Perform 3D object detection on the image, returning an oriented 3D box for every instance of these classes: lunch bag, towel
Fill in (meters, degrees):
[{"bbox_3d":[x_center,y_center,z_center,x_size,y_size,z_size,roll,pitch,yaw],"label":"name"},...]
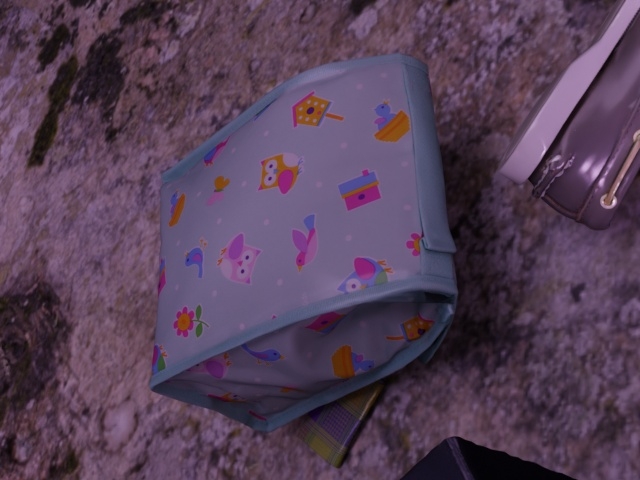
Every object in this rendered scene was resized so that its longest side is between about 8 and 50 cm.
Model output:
[{"bbox_3d":[0.000,0.000,1.099,0.262,0.160,0.223,-30,49,35],"label":"lunch bag"},{"bbox_3d":[0.017,0.135,1.131,0.060,0.009,0.083,33,96,49],"label":"towel"}]

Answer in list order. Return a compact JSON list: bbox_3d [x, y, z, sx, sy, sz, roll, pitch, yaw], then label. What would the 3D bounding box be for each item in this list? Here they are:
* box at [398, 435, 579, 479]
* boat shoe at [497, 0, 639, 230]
[{"bbox_3d":[0.059,0.364,0.817,0.395,0.212,0.293,-45,45,21],"label":"box"},{"bbox_3d":[0.245,-0.148,0.972,0.305,0.091,0.109,-54,-1,5],"label":"boat shoe"}]
